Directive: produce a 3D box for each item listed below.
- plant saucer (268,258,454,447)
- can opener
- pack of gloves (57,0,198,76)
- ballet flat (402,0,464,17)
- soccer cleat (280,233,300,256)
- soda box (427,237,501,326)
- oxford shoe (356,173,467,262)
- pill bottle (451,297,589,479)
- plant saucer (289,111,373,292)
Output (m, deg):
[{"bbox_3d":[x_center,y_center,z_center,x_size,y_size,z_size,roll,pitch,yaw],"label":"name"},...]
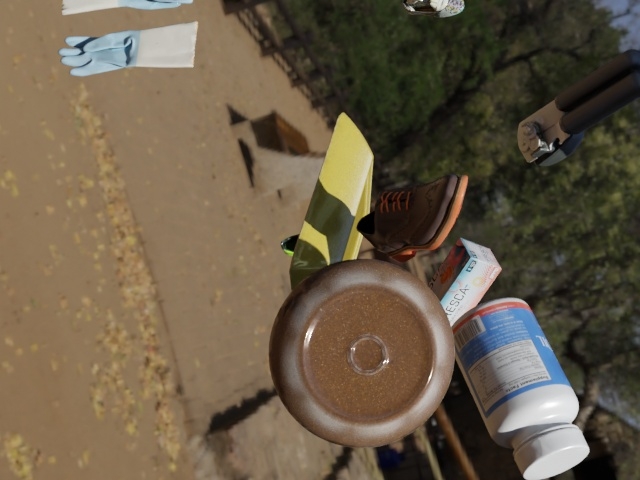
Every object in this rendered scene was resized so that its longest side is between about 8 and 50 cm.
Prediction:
[{"bbox_3d":[0.046,0.117,0.969,0.036,0.198,0.199,158,-84,-83],"label":"plant saucer"},{"bbox_3d":[0.405,-0.202,1.448,0.280,0.093,0.074,-39,-125,57],"label":"can opener"},{"bbox_3d":[-0.299,-0.344,1.491,0.046,0.232,0.195,62,28,-67],"label":"pack of gloves"},{"bbox_3d":[0.186,-0.401,1.587,0.041,0.114,0.041,-17,112,-50],"label":"ballet flat"},{"bbox_3d":[0.000,0.000,2.033,0.072,0.179,0.060,22,54,-74],"label":"soccer cleat"},{"bbox_3d":[0.202,0.089,1.460,0.063,0.183,0.058,19,26,-24],"label":"soda box"},{"bbox_3d":[0.134,-0.039,1.421,0.271,0.098,0.097,-45,-156,61],"label":"oxford shoe"},{"bbox_3d":[0.264,0.196,1.239,0.124,0.124,0.221,62,6,-56],"label":"pill bottle"},{"bbox_3d":[0.030,-0.015,1.759,0.333,0.081,0.333,90,16,-64],"label":"plant saucer"}]
